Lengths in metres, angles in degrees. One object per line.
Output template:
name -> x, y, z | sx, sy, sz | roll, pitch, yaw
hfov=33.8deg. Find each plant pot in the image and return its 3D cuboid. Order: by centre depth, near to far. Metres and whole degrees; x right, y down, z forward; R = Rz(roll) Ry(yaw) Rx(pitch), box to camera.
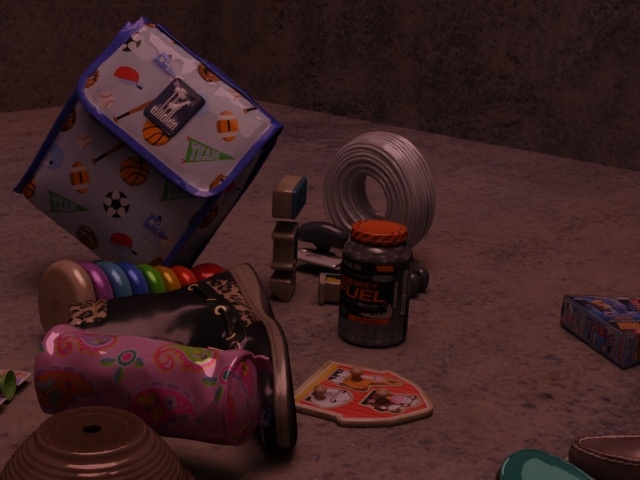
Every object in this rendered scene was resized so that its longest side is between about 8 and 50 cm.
plant pot -> -0.254, 0.257, 1.172 | 0.237, 0.109, 0.237 | 3, 15, -1

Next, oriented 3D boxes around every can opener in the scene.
can opener -> 0.072, 0.030, 2.019 | 0.283, 0.095, 0.076 | 12, 20, 30

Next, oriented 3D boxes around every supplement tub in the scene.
supplement tub -> 0.090, 0.068, 1.725 | 0.117, 0.190, 0.117 | 2, 16, -1

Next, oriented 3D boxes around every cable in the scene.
cable -> 0.116, -0.094, 2.165 | 0.257, 0.257, 0.089 | 18, 27, 40

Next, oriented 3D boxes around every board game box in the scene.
board game box -> 0.523, 0.151, 1.754 | 0.194, 0.060, 0.194 | 2, 18, -4

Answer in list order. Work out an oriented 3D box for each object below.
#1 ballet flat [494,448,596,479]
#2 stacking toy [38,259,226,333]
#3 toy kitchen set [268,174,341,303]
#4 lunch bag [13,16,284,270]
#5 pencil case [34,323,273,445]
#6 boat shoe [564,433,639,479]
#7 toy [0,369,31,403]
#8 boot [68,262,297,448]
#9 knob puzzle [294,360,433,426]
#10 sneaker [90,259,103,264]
ballet flat -> 0.289, 0.325, 1.046 | 0.107, 0.106, 0.316 | -30, 32, -17
stacking toy -> -0.285, 0.090, 1.723 | 0.330, 0.141, 0.141 | -5, 17, -44
toy kitchen set -> 0.000, 0.000, 1.910 | 0.166, 0.207, 0.122 | 5, 17, 6
lunch bag -> -0.294, -0.149, 1.849 | 0.328, 0.385, 0.239 | 39, 17, 3
pencil case -> -0.205, 0.173, 1.280 | 0.284, 0.124, 0.124 | 5, 16, 20
boat shoe -> 0.464, 0.267, 1.284 | 0.324, 0.096, 0.116 | 6, 17, 11
toy -> -0.539, 0.185, 1.457 | 0.237, 0.056, 0.137 | 5, 16, 6
boot -> -0.192, 0.168, 1.436 | 0.284, 0.138, 0.377 | -9, 33, -11
knob puzzle -> 0.069, 0.216, 1.507 | 0.213, 0.030, 0.213 | 3, 16, -1
sneaker -> -0.392, 0.047, 1.945 | 0.075, 0.057, 0.161 | 8, 19, 2
